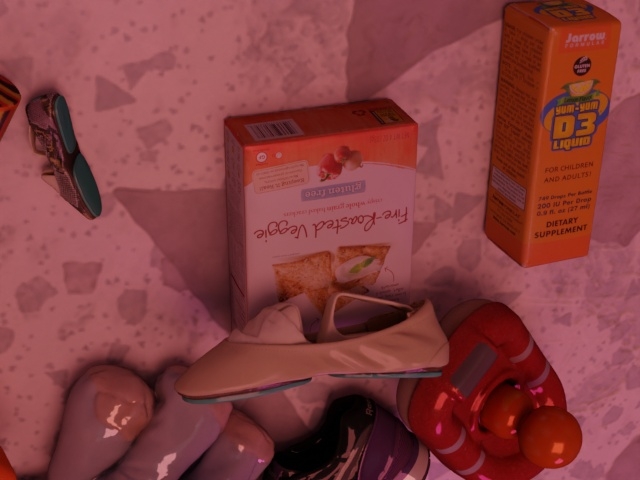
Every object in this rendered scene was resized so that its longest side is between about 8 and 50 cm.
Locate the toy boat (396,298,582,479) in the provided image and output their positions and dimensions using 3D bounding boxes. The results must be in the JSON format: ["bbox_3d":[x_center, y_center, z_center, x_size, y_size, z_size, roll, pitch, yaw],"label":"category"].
[{"bbox_3d":[0.185,0.168,1.126,0.151,0.151,0.231,-52,141,-9],"label":"toy boat"}]

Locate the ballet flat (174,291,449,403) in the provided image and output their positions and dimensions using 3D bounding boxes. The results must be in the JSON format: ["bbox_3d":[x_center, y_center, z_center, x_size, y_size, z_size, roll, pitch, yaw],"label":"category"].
[{"bbox_3d":[-0.006,0.086,1.004,0.248,0.086,0.086,-4,118,-22],"label":"ballet flat"}]

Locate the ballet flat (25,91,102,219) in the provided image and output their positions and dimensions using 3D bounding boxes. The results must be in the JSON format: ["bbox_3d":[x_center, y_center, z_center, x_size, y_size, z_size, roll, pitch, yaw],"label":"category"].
[{"bbox_3d":[-0.210,-0.066,0.943,0.041,0.041,0.114,-20,122,-10],"label":"ballet flat"}]

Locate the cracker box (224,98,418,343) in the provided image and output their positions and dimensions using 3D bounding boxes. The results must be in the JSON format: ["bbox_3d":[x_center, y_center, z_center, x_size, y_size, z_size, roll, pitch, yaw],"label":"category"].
[{"bbox_3d":[0.000,0.000,1.038,0.156,0.067,0.232,-9,121,-17],"label":"cracker box"}]

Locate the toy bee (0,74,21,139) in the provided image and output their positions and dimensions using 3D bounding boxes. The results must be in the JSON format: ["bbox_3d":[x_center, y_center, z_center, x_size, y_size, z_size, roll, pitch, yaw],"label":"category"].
[{"bbox_3d":[-0.348,-0.106,0.789,0.298,0.162,0.195,1,118,-22],"label":"toy bee"}]

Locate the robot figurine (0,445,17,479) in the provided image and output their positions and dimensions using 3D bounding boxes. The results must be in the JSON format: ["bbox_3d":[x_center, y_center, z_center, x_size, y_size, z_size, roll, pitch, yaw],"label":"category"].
[{"bbox_3d":[-0.355,0.161,0.951,0.158,0.128,0.219,-31,130,30],"label":"robot figurine"}]

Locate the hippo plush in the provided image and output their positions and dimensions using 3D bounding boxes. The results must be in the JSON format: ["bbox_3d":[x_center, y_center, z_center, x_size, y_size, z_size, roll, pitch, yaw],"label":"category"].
[{"bbox_3d":[-0.157,0.258,1.013,0.294,0.236,0.234,-8,120,-18],"label":"hippo plush"}]

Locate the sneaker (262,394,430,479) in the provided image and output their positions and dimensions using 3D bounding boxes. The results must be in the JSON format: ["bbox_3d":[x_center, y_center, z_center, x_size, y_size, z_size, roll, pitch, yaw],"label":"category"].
[{"bbox_3d":[-0.030,0.270,1.162,0.283,0.107,0.124,-49,118,-3],"label":"sneaker"}]

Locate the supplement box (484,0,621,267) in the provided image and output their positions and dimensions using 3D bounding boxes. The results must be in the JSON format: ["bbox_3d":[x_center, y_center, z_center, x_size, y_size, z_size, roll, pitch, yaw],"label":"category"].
[{"bbox_3d":[0.207,-0.097,1.063,0.078,0.080,0.233,-10,118,-19],"label":"supplement box"}]
